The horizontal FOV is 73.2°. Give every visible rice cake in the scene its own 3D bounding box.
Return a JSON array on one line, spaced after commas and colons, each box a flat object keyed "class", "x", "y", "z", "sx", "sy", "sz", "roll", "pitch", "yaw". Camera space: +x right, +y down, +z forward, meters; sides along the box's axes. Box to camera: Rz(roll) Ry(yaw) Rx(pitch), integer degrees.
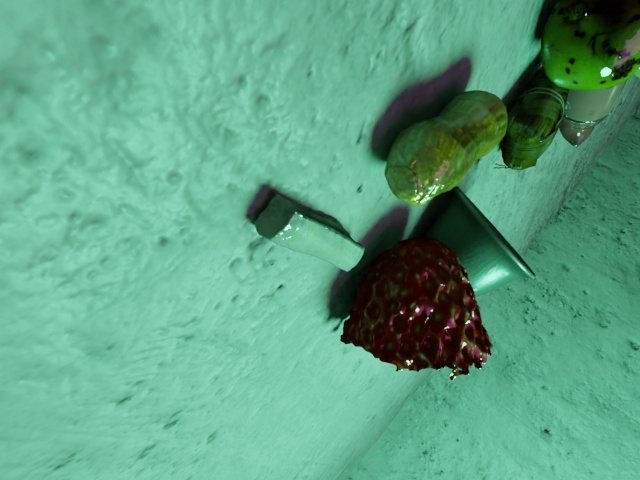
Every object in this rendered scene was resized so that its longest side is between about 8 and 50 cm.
[{"class": "rice cake", "x": 0.000, "y": 0.000, "z": 0.461, "sx": 0.047, "sy": 0.036, "sz": 0.206, "roll": -45, "pitch": 155, "yaw": 11}]

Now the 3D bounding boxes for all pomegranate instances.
[{"class": "pomegranate", "x": 0.421, "y": -0.290, "z": 0.611, "sx": 0.220, "sy": 0.156, "sz": 0.156, "roll": 2, "pitch": 132, "yaw": -9}]

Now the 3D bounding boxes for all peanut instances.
[{"class": "peanut", "x": 0.148, "y": -0.114, "z": 0.507, "sx": 0.206, "sy": 0.087, "sz": 0.087, "roll": -39, "pitch": 150, "yaw": -30}]

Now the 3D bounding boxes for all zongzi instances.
[{"class": "zongzi", "x": 0.385, "y": -0.226, "z": 0.762, "sx": 0.184, "sy": 0.084, "sz": 0.187, "roll": -62, "pitch": 160, "yaw": -4}]

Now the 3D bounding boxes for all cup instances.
[{"class": "cup", "x": 0.244, "y": 0.029, "z": 0.749, "sx": 0.150, "sy": 0.199, "sz": 0.199, "roll": -43, "pitch": 157, "yaw": 19}]

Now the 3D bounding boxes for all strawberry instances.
[{"class": "strawberry", "x": 0.141, "y": 0.083, "z": 0.654, "sx": 0.233, "sy": 0.233, "sz": 0.178, "roll": -9, "pitch": 102, "yaw": -54}]

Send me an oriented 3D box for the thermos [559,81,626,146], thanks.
[{"class": "thermos", "x": 0.537, "y": -0.330, "z": 0.857, "sx": 0.109, "sy": 0.136, "sz": 0.330, "roll": -24, "pitch": 151, "yaw": 4}]
